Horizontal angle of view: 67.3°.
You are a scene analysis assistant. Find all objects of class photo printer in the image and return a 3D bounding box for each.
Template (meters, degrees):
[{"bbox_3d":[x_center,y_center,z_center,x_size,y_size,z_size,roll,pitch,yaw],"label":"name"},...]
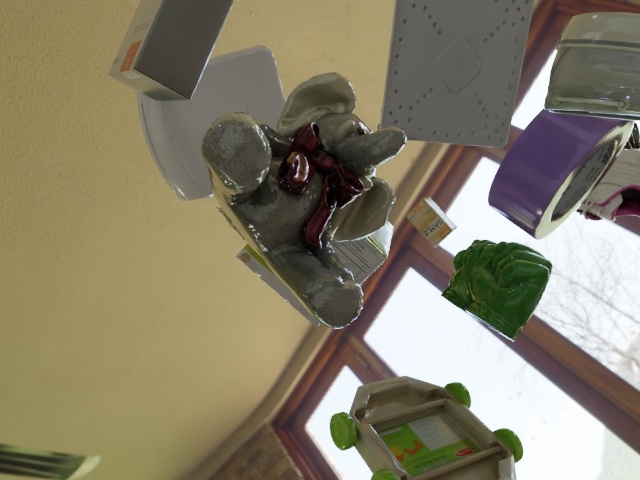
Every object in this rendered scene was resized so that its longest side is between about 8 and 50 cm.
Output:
[{"bbox_3d":[-0.205,-0.237,0.985,0.307,0.107,0.256,-30,-64,-33],"label":"photo printer"}]

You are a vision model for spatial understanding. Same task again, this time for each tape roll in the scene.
[{"bbox_3d":[0.321,-0.099,0.651,0.188,0.080,0.189,-33,-32,-24],"label":"tape roll"}]

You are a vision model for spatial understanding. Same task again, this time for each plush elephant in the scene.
[{"bbox_3d":[-0.001,-0.085,0.653,0.255,0.330,0.272,-37,-72,-12],"label":"plush elephant"}]

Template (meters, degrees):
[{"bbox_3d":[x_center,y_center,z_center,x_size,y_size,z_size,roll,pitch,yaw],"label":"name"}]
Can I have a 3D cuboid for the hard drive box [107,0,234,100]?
[{"bbox_3d":[-0.217,-0.337,0.729,0.089,0.181,0.232,23,-91,-37],"label":"hard drive box"}]

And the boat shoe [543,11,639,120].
[{"bbox_3d":[0.245,-0.079,0.285,0.079,0.227,0.081,-5,-62,-40],"label":"boat shoe"}]

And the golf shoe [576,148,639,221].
[{"bbox_3d":[0.503,-0.102,0.939,0.305,0.140,0.115,-3,-39,12],"label":"golf shoe"}]

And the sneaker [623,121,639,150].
[{"bbox_3d":[0.718,-0.198,1.186,0.340,0.139,0.125,35,-117,-38],"label":"sneaker"}]

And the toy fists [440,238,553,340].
[{"bbox_3d":[0.291,0.065,0.823,0.142,0.096,0.279,-56,1,1],"label":"toy fists"}]

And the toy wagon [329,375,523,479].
[{"bbox_3d":[0.185,0.336,0.736,0.266,0.344,0.068,-3,-64,-29],"label":"toy wagon"}]

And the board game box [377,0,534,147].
[{"bbox_3d":[0.344,-0.451,1.243,0.389,0.050,0.391,0,-74,-18],"label":"board game box"}]

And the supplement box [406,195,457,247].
[{"bbox_3d":[0.249,-0.042,1.081,0.036,0.098,0.062,-21,-24,-53],"label":"supplement box"}]

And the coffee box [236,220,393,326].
[{"bbox_3d":[0.000,0.000,1.570,0.334,0.338,0.338,-47,4,21],"label":"coffee box"}]
